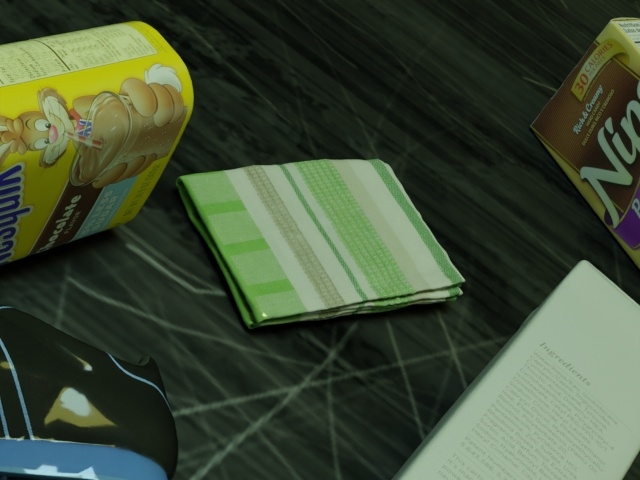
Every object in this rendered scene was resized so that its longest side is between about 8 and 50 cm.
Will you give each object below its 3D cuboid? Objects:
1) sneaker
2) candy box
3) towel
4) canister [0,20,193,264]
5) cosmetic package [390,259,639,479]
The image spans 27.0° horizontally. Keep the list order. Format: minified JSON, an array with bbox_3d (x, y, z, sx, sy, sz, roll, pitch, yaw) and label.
[{"bbox_3d":[-0.169,0.066,0.561,0.232,0.081,0.090,20,38,-26],"label":"sneaker"},{"bbox_3d":[0.237,-0.051,0.921,0.053,0.109,0.187,-8,54,-39],"label":"candy box"},{"bbox_3d":[0.000,0.000,0.784,0.152,0.023,0.113,-7,52,-35],"label":"towel"},{"bbox_3d":[-0.153,-0.039,0.636,0.073,0.126,0.170,48,40,17],"label":"canister"},{"bbox_3d":[0.087,0.117,0.648,0.085,0.117,0.231,42,42,9],"label":"cosmetic package"}]
